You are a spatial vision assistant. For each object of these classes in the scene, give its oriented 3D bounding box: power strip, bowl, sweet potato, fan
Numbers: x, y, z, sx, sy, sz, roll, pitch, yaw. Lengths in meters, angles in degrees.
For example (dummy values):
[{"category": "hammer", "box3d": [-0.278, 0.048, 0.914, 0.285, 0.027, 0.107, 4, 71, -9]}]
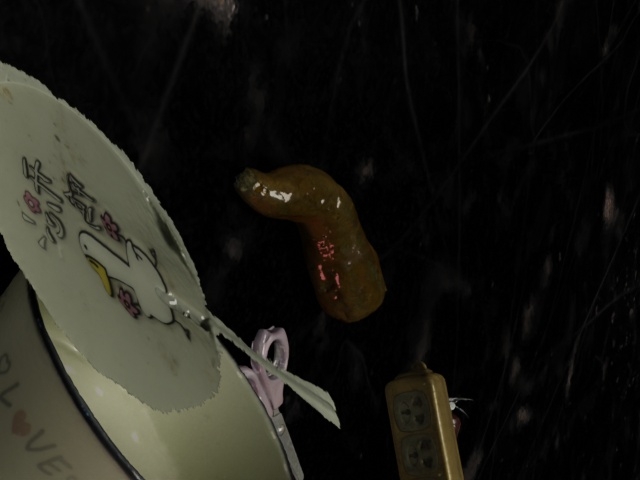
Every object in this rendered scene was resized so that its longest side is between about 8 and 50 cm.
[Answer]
[{"category": "power strip", "box3d": [0.122, 0.279, 1.120, 0.044, 0.064, 0.305, 9, 68, -57]}, {"category": "bowl", "box3d": [-0.130, 0.122, 0.642, 0.126, 0.238, 0.238, -37, 149, 12]}, {"category": "sweet potato", "box3d": [0.002, -0.006, 0.940, 0.081, 0.062, 0.233, -63, 142, -24]}, {"category": "fan", "box3d": [-0.089, 0.045, 0.694, 0.415, 0.012, 0.233, 46, 20, -45]}]

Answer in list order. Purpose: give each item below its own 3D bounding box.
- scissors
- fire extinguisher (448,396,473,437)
[{"category": "scissors", "box3d": [-0.042, 0.162, 0.960, 0.100, 0.015, 0.189, -54, 142, -35]}, {"category": "fire extinguisher", "box3d": [0.130, 0.252, 1.238, 0.064, 0.043, 0.158, 22, 75, -15]}]
